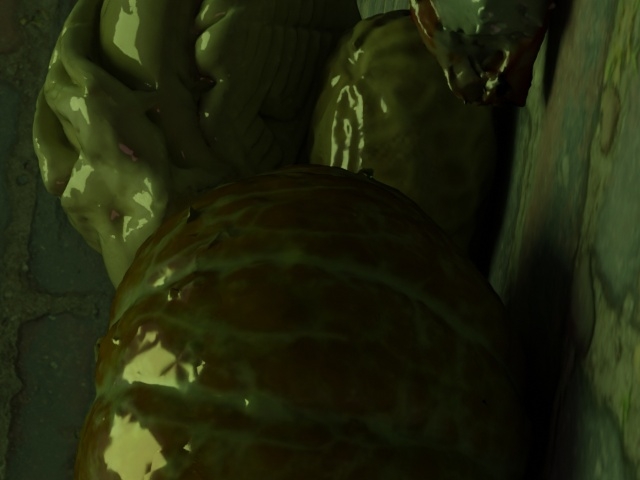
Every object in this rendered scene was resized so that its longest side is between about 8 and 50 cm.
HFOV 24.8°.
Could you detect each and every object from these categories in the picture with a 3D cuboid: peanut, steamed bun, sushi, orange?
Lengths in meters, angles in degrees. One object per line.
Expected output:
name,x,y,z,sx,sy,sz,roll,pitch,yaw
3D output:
peanut,0.049,-0.009,1.030,0.147,0.147,0.305,-91,6,-69
steamed bun,-0.097,-0.098,1.087,0.276,0.203,0.289,-39,-50,-40
sushi,0.099,-0.193,0.868,0.103,0.097,0.226,109,168,-77
orange,-0.009,0.119,0.817,0.329,0.249,0.329,-171,90,-83
